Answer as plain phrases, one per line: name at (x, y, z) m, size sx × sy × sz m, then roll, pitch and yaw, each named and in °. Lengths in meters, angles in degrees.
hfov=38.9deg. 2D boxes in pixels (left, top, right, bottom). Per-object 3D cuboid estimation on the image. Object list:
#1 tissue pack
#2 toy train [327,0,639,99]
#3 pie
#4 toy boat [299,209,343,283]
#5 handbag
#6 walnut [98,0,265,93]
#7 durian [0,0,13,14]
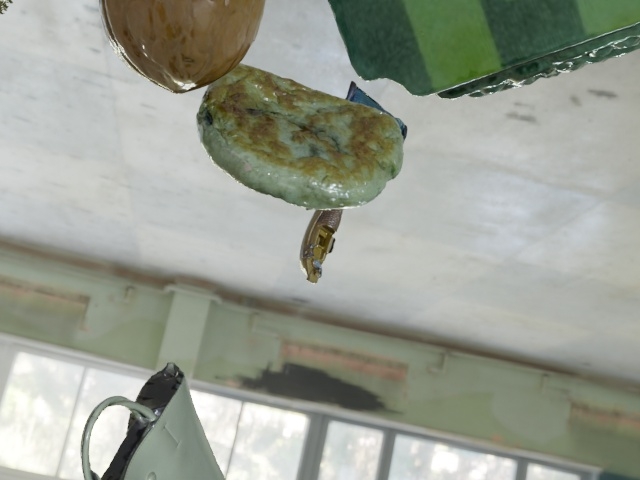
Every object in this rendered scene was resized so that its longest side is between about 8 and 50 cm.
tissue pack at (0.088, -0.183, 1.430) m, size 0.138 × 0.085 × 0.028 m, roll 29°, pitch 152°, yaw -31°
toy train at (0.125, -0.214, 0.501) m, size 0.299 × 0.238 × 0.167 m, roll -11°, pitch -168°, yaw 45°
pie at (-0.023, -0.118, 0.981) m, size 0.240 × 0.240 × 0.054 m, roll 15°, pitch 128°, yaw -10°
toy boat at (0.000, 0.000, 1.516) m, size 0.049 × 0.149 × 0.047 m, roll 2°, pitch 157°, yaw 43°
handbag at (-0.184, 0.281, 1.008) m, size 0.109 × 0.241 × 0.315 m, roll 9°, pitch 139°, yaw 13°
walnut at (-0.131, -0.243, 0.860) m, size 0.167 × 0.207 × 0.167 m, roll 4°, pitch -166°, yaw -1°
durian at (-0.397, -0.330, 1.081) m, size 0.119 × 0.108 × 0.187 m, roll -38°, pitch 152°, yaw 7°
